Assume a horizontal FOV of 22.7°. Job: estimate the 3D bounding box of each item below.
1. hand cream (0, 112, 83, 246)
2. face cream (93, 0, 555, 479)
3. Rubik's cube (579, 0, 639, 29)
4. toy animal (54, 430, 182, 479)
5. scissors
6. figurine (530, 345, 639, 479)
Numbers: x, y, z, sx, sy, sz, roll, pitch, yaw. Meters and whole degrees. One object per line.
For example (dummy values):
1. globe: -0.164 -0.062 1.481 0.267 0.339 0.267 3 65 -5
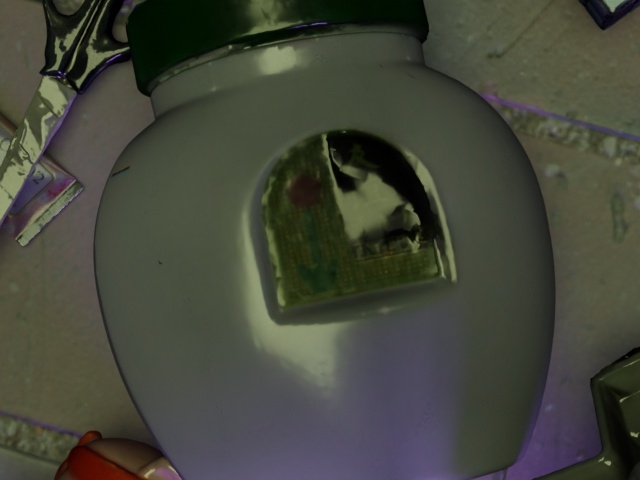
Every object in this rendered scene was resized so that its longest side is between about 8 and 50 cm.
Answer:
1. hand cream: -0.279 -0.091 1.222 0.210 0.043 0.067 45 90 -2
2. face cream: 0.000 0.000 1.096 0.313 0.219 0.357 -11 84 -10
3. Rubik's cube: 0.216 -0.217 1.141 0.092 0.092 0.092 -36 87 5
4. toy animal: -0.163 0.223 1.155 0.198 0.171 0.171 -23 88 4
5. scissors: -0.202 -0.106 1.205 0.109 0.022 0.300 26 87 1
6. figurine: 0.261 0.240 1.082 0.342 0.167 0.285 -40 113 0
